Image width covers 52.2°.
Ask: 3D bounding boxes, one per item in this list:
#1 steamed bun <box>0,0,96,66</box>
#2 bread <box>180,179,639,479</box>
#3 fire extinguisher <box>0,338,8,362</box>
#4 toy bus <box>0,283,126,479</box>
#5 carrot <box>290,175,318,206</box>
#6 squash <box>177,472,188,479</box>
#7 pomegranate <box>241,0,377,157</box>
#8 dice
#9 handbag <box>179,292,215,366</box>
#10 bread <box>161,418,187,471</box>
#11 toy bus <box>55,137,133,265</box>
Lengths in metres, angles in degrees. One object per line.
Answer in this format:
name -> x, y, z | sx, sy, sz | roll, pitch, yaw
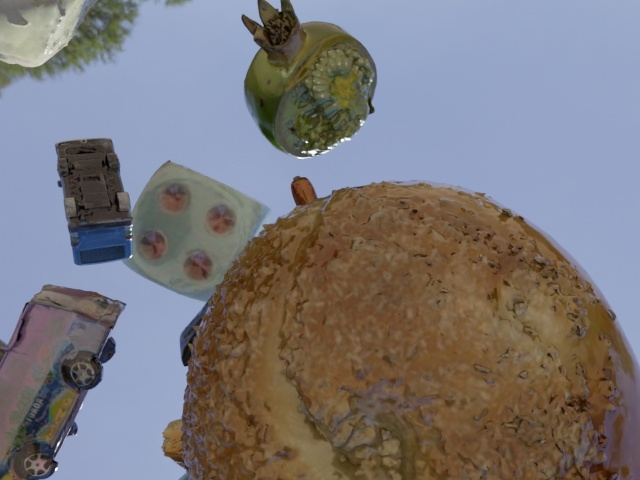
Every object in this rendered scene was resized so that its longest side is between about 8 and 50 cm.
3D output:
steamed bun -> -0.283, -0.233, 0.489 | 0.239, 0.152, 0.170 | 25, -122, -19
bread -> 0.046, 0.112, 0.394 | 0.306, 0.305, 0.159 | 7, -179, 16
fire extinguisher -> -0.626, 0.215, 1.229 | 0.268, 0.089, 0.072 | 39, -108, -4
toy bus -> -0.386, 0.210, 0.902 | 0.138, 0.317, 0.112 | 26, -171, -10
carrot -> 0.000, 0.000, 1.173 | 0.043, 0.247, 0.043 | -18, -168, 4
squash -> -0.244, 0.488, 1.147 | 0.107, 0.107, 0.395 | 0, -177, 8
pomegranate -> -0.032, -0.310, 1.237 | 0.261, 0.340, 0.260 | -15, -133, 17
dice -> -0.283, -0.012, 1.520 | 0.268, 0.262, 0.264 | 24, 179, 0
handbag -> -0.088, 0.131, 1.071 | 0.223, 0.247, 0.080 | 12, -133, -34
bread -> -0.221, 0.377, 1.196 | 0.106, 0.125, 0.082 | -13, -138, 28
toy bus -> -0.420, -0.076, 1.210 | 0.116, 0.133, 0.234 | -9, -131, -20
